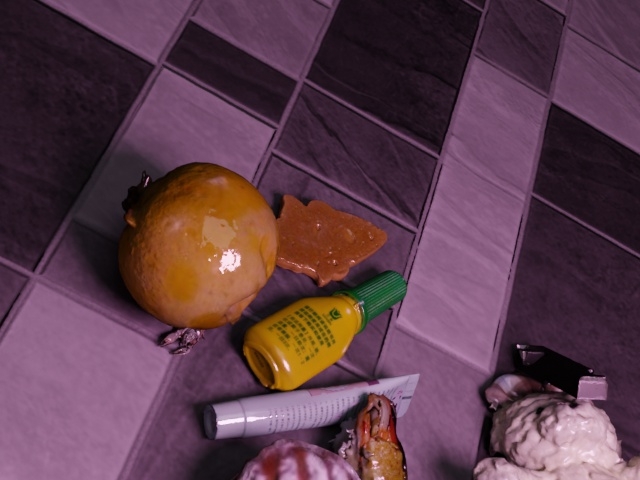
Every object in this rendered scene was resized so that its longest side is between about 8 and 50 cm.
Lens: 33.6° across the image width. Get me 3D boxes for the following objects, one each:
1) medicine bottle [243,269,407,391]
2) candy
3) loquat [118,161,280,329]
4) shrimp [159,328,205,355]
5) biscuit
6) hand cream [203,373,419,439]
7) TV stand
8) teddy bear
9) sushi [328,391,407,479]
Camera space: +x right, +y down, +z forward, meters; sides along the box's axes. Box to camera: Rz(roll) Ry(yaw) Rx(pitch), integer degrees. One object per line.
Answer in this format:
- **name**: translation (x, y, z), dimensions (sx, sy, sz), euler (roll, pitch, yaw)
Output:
- **medicine bottle**: translation (0.019, 0.123, 1.610), dimensions (0.309, 0.076, 0.111), euler (-28, 79, -38)
- **candy**: translation (-0.032, 0.398, 1.350), dimensions (0.214, 0.157, 0.289), euler (9, 56, -19)
- **loquat**: translation (-0.177, 0.002, 1.482), dimensions (0.244, 0.244, 0.243), euler (14, 54, -21)
- **shrimp**: translation (-0.189, 0.138, 1.519), dimensions (0.092, 0.029, 0.038), euler (-34, 88, -34)
- **biscuit**: translation (0.000, 0.000, 1.708), dimensions (0.250, 0.035, 0.162), euler (-2, 66, -29)
- **hand cream**: translation (-0.005, 0.244, 1.522), dimensions (0.331, 0.085, 0.058), euler (-2, 32, -26)
- **TV stand**: translation (0.370, 0.204, 1.649), dimensions (0.049, 0.256, 0.040), euler (4, 94, -10)
- **teddy bear**: translation (0.376, 0.303, 1.524), dimensions (0.328, 0.375, 0.362), euler (1, 64, -4)
- **sushi**: translation (0.066, 0.325, 1.485), dimensions (0.097, 0.103, 0.226), euler (29, 50, -56)
